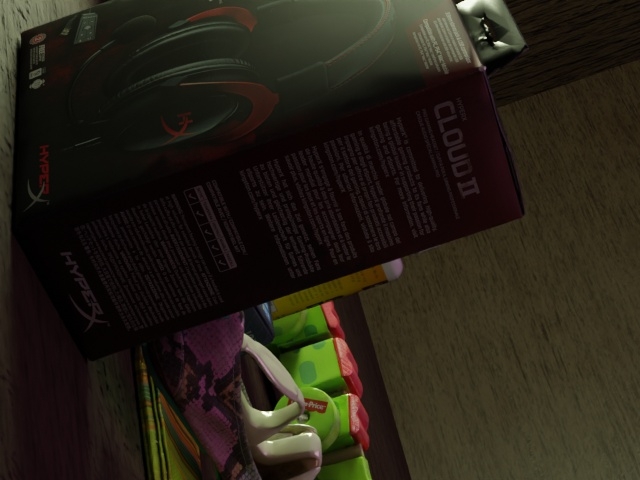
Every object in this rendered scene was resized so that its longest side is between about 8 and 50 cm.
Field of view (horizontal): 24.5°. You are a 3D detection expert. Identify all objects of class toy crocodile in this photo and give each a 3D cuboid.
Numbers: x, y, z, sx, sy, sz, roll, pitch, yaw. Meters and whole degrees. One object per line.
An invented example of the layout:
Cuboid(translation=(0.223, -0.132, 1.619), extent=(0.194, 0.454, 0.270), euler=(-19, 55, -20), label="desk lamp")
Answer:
Cuboid(translation=(-0.004, 0.135, 1.525), extent=(0.115, 0.105, 0.341), euler=(65, 7, -60), label="toy crocodile")

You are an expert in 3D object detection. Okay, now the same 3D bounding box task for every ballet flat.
Cuboid(translation=(-0.044, 0.121, 0.924), extent=(0.077, 0.079, 0.221), euler=(-105, 178, -47), label="ballet flat")

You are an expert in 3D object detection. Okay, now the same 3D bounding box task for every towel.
Cuboid(translation=(-0.081, 0.168, 0.911), extent=(0.237, 0.021, 0.102), euler=(-104, 173, -46), label="towel")

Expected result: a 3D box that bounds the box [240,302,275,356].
Cuboid(translation=(-0.106, -0.041, 1.126), extent=(0.183, 0.059, 0.233), euler=(59, 9, -30), label="box")

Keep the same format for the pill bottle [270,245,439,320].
Cuboid(translation=(0.000, 0.000, 1.397), extent=(0.117, 0.215, 0.117), euler=(-19, 90, -86), label="pill bottle")

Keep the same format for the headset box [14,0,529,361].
Cuboid(translation=(-0.024, -0.078, 0.872), extent=(0.218, 0.293, 0.110), euler=(-102, 173, -52), label="headset box")
